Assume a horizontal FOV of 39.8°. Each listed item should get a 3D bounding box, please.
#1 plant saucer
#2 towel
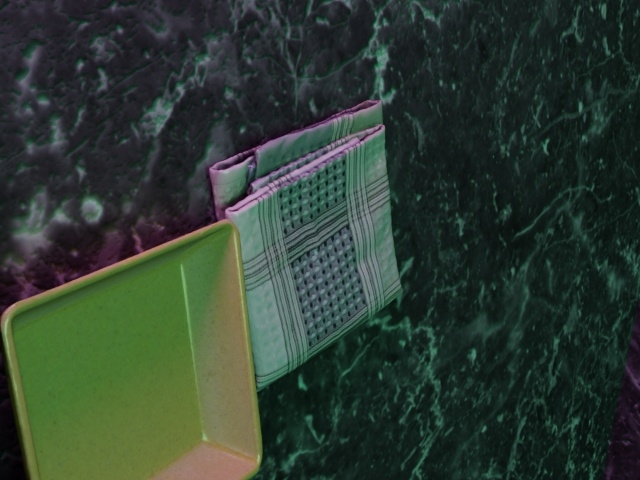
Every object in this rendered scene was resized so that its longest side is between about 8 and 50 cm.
[{"bbox_3d":[-0.206,0.171,0.966,0.332,0.080,0.333,-27,117,-52],"label":"plant saucer"},{"bbox_3d":[0.000,0.000,1.187,0.312,0.056,0.324,-28,121,-37],"label":"towel"}]
